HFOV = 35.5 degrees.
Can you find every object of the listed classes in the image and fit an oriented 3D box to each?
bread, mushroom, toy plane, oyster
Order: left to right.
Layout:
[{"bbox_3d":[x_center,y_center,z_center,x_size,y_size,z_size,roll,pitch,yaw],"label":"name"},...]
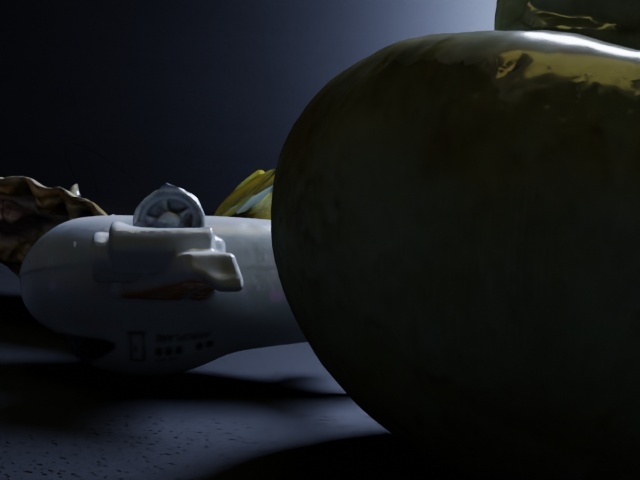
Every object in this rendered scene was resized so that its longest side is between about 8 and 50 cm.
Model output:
[{"bbox_3d":[-0.204,0.006,0.871,0.354,0.107,0.201,14,-2,29],"label":"oyster"},{"bbox_3d":[-0.074,0.039,0.658,0.244,0.118,0.245,1,-13,0],"label":"toy plane"},{"bbox_3d":[-0.070,-0.026,1.285,0.160,0.088,0.233,-38,20,-21],"label":"bread"},{"bbox_3d":[0.151,-0.006,0.492,0.351,0.261,0.352,5,-1,0],"label":"mushroom"}]
